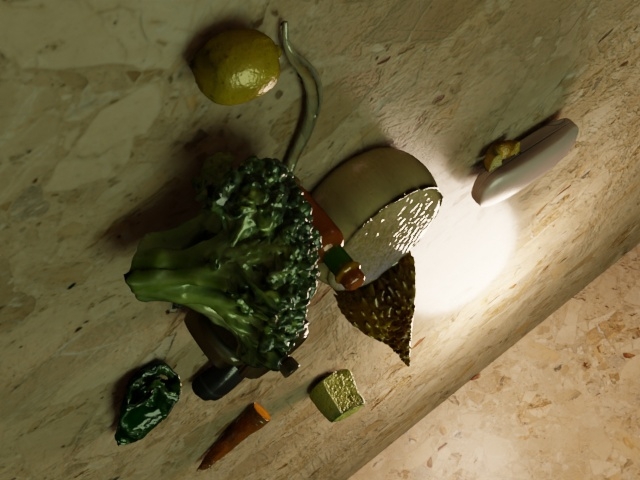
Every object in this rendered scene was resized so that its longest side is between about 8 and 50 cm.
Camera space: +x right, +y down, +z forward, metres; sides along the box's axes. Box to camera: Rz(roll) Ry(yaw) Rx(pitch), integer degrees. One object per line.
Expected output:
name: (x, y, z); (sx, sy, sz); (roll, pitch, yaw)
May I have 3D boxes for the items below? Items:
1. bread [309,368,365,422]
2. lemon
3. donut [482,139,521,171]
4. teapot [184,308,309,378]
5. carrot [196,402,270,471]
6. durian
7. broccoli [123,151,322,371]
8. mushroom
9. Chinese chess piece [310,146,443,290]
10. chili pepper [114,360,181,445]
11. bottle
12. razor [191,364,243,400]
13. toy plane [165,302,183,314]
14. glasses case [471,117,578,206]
bread: (0.040, 0.406, 1.907); (0.129, 0.114, 0.111); (-19, 153, -33)
lemon: (-0.088, -0.194, 0.817); (0.110, 0.082, 0.082); (-21, 149, -23)
donut: (0.376, -0.179, 1.514); (0.083, 0.067, 0.038); (-7, 133, 4)
teapot: (-0.102, 0.143, 1.167); (0.185, 0.175, 0.267); (-45, 169, 18)
carrot: (-0.210, 0.473, 1.734); (0.224, 0.057, 0.057); (-44, 155, 13)
durian: (0.121, 0.087, 1.429); (0.153, 0.260, 0.187); (36, 90, -20)
broccoli: (-0.122, 0.029, 0.971); (0.248, 0.245, 0.288); (173, -77, -86)
mushroom: (-0.030, -0.173, 0.988); (0.068, 0.043, 0.306); (-55, 164, -36)
Chinese chess piece: (0.083, -0.034, 1.271); (0.270, 0.112, 0.270); (-32, 154, -18)
chili pepper: (-0.321, 0.298, 1.292); (0.108, 0.062, 0.216); (-6, 138, -42)
bottle: (0.000, 0.000, 1.120); (0.069, 0.187, 0.069); (-30, 152, -18)
razor: (-0.175, 0.249, 1.422); (0.148, 0.054, 0.090); (-44, 158, 7)
toy plane: (-0.180, 0.047, 1.088); (0.188, 0.062, 0.135); (17, 93, -64)
glasses case: (0.449, -0.172, 1.610); (0.296, 0.075, 0.113); (-31, 154, -20)
